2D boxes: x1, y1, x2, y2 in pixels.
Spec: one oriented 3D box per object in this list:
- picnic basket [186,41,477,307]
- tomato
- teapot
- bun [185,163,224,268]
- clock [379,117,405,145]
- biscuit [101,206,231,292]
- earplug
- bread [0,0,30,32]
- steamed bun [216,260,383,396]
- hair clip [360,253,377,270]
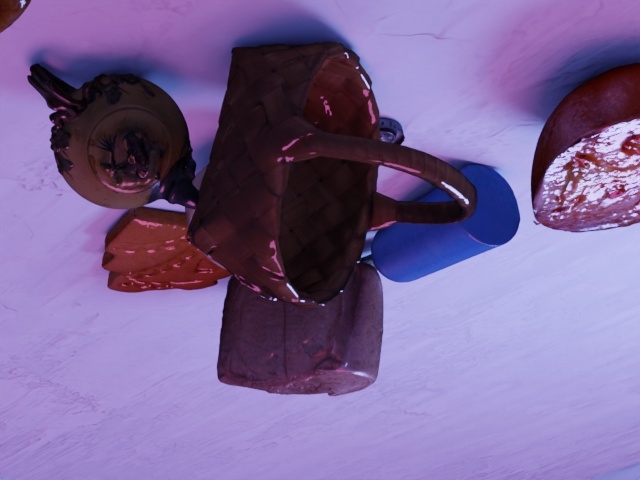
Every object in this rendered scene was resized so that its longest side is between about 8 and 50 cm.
[{"bbox_3d":[0.036,-0.078,1.728,0.337,0.337,0.293,-14,157,20],"label":"picnic basket"},{"bbox_3d":[0.430,-0.144,1.927,0.338,0.143,0.338,-9,156,-4],"label":"tomato"},{"bbox_3d":[-0.256,-0.127,1.756,0.269,0.173,0.182,40,178,-22],"label":"teapot"},{"bbox_3d":[-0.082,-0.046,2.032,0.239,0.141,0.239,11,143,8],"label":"bun"},{"bbox_3d":[0.078,-0.149,1.994,0.085,0.017,0.085,-4,157,-2],"label":"clock"},{"bbox_3d":[-0.248,0.022,2.284,0.284,0.043,0.306,-11,156,13],"label":"biscuit"},{"bbox_3d":[0.179,-0.010,2.210,0.132,0.132,0.273,9,156,-31],"label":"earplug"},{"bbox_3d":[-0.401,-0.294,1.425,0.230,0.123,0.230,-5,151,-3],"label":"bread"},{"bbox_3d":[-0.015,0.153,2.371,0.301,0.251,0.199,-7,156,33],"label":"steamed bun"},{"bbox_3d":[0.111,0.024,2.379,0.229,0.036,0.066,-20,146,30],"label":"hair clip"}]
